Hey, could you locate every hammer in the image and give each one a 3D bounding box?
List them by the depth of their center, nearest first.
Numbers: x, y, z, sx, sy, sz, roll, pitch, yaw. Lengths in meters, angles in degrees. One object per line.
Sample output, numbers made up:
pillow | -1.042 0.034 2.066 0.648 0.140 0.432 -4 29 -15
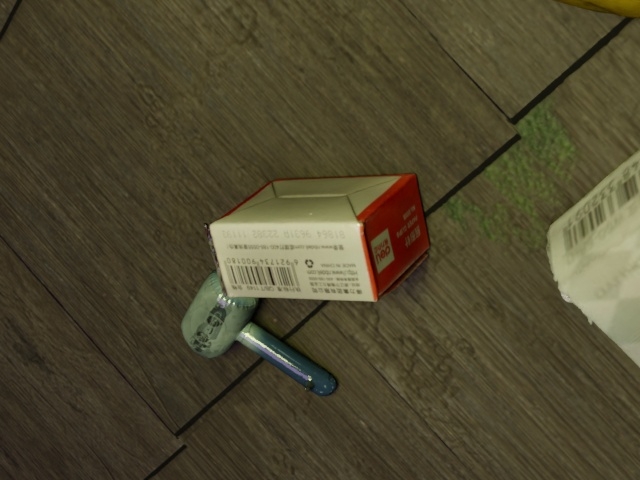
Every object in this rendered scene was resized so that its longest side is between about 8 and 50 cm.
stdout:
hammer | -0.064 0.118 1.205 0.194 0.069 0.116 35 127 2

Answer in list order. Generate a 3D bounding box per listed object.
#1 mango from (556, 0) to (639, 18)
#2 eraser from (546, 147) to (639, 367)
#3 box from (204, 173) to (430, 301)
mango | 0.188 -0.296 0.774 0.365 0.182 0.253 15 124 38
eraser | 0.378 -0.037 0.834 0.213 0.082 0.397 45 128 3
box | 0.000 0.000 1.057 0.182 0.133 0.099 -1 112 30
